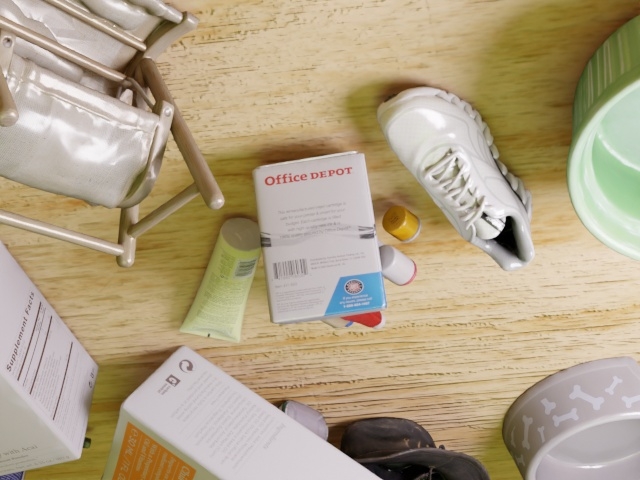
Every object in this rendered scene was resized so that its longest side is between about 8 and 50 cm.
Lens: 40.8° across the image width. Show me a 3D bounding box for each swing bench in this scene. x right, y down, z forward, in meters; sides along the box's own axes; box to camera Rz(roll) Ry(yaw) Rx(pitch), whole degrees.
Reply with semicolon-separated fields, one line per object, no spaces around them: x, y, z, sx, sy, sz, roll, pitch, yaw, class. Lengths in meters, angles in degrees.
-0.248;-0.141;0.833;0.165;0.255;0.253;-29;149;30;swing bench

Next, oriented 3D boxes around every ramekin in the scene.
0.429;-0.124;0.967;0.303;0.148;0.303;6;135;6;ramekin

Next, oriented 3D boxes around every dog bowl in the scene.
0.493;0.347;1.464;0.348;0.102;0.349;-1;133;-1;dog bowl

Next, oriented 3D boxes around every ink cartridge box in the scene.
0.000;0.000;1.056;0.139;0.191;0.082;-8;171;5;ink cartridge box

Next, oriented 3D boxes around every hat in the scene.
0.115;0.376;1.454;0.331;0.134;0.331;-4;141;-3;hat

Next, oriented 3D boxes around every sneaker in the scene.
0.178;-0.072;1.053;0.110;0.118;0.292;-32;125;26;sneaker

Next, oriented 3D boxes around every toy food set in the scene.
0.056;0.053;1.169;0.232;0.111;0.104;-33;138;24;toy food set

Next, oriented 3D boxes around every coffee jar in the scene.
-0.077;0.351;1.452;0.096;0.079;0.184;28;126;-26;coffee jar

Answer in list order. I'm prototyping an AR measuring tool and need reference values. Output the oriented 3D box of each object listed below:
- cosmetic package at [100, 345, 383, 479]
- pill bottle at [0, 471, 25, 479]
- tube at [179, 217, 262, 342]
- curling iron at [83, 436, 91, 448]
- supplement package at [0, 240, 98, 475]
-0.094;0.390;1.293;0.453;0.161;0.230;32;130;11;cosmetic package
-0.550;0.425;1.433;0.094;0.169;0.094;-2;132;-2;pill bottle
-0.135;0.067;1.208;0.070;0.062;0.240;42;138;18;tube
-0.521;0.324;1.434;0.274;0.035;0.068;3;136;-5;curling iron
-0.468;0.174;1.202;0.177;0.175;0.293;-14;131;11;supplement package
